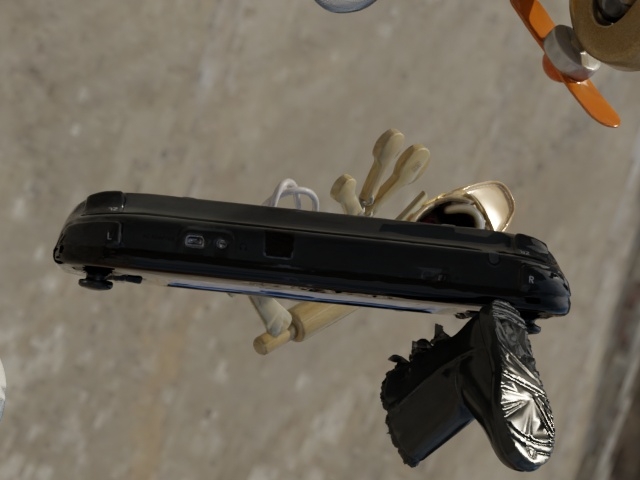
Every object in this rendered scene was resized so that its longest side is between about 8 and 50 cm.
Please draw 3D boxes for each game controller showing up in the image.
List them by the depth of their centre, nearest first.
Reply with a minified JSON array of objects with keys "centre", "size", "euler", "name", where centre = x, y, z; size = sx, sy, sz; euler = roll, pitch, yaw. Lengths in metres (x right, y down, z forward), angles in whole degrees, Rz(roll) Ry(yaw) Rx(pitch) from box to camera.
[{"centre":[-0.007,0.022,1.234],"size":[0.166,0.319,0.067],"euler":[116,-20,-76],"name":"game controller"}]

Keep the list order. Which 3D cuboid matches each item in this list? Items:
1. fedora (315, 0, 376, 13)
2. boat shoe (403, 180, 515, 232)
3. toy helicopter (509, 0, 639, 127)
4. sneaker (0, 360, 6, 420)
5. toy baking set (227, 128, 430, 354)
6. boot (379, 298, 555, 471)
[{"centre":[-0.005,-0.357,2.000],"size":[0.275,0.124,0.244],"euler":[-42,126,-43],"name":"fedora"},{"centre":[0.096,-0.004,1.417],"size":[0.170,0.063,0.059],"euler":[-34,178,-44],"name":"boat shoe"},{"centre":[0.274,-0.264,1.988],"size":[0.140,0.355,0.235],"euler":[18,105,-26],"name":"toy helicopter"},{"centre":[-0.366,0.035,1.576],"size":[0.127,0.319,0.208],"euler":[-31,133,1],"name":"sneaker"},{"centre":[0.000,0.005,1.600],"size":[0.256,0.030,0.197],"euler":[-31,144,-32],"name":"toy baking set"},{"centre":[0.082,0.101,1.147],"size":[0.045,0.099,0.121],"euler":[25,41,-36],"name":"boot"}]
